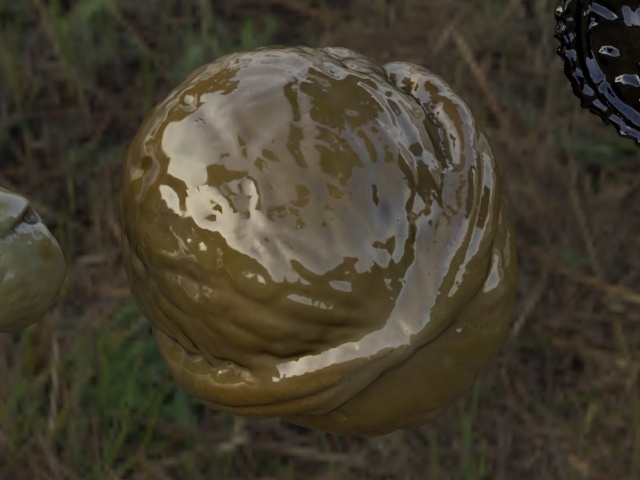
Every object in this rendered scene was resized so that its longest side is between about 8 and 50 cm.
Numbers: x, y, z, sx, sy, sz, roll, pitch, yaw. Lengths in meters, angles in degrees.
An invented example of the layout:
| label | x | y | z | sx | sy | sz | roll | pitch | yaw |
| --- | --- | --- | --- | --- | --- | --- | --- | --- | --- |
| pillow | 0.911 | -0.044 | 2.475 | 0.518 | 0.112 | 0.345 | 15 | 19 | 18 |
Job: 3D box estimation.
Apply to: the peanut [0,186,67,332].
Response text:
| label | x | y | z | sx | sy | sz | roll | pitch | yaw |
| --- | --- | --- | --- | --- | --- | --- | --- | --- | --- |
| peanut | -0.374 | -0.014 | 1.523 | 0.340 | 0.158 | 0.174 | 36 | 71 | -15 |

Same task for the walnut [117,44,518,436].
| label | x | y | z | sx | sy | sz | roll | pitch | yaw |
| --- | --- | --- | --- | --- | --- | --- | --- | --- | --- |
| walnut | 0.000 | 0.000 | 1.427 | 0.333 | 0.332 | 0.333 | 0 | 40 | 0 |

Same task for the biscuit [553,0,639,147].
| label | x | y | z | sx | sy | sz | roll | pitch | yaw |
| --- | --- | --- | --- | --- | --- | --- | --- | --- | --- |
| biscuit | 0.250 | -0.144 | 1.298 | 0.195 | 0.194 | 0.053 | 13 | 25 | 14 |
